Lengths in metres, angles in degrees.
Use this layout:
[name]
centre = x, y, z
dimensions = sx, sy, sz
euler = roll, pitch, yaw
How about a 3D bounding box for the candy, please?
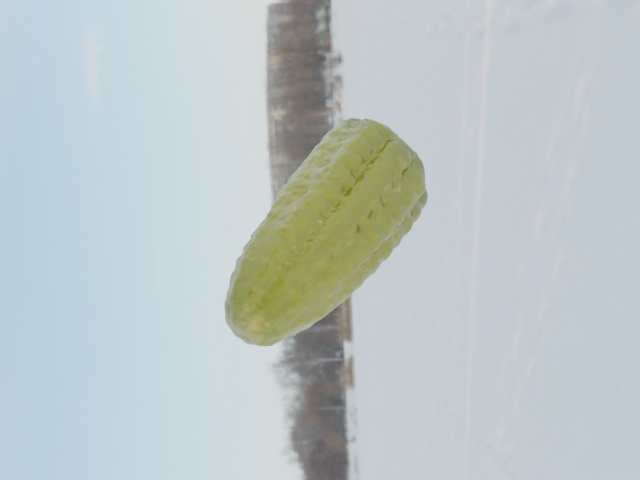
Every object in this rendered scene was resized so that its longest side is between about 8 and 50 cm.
[candy]
centre = 0.000, 0.000, 0.569
dimensions = 0.106, 0.094, 0.199
euler = -39, 10, 50
